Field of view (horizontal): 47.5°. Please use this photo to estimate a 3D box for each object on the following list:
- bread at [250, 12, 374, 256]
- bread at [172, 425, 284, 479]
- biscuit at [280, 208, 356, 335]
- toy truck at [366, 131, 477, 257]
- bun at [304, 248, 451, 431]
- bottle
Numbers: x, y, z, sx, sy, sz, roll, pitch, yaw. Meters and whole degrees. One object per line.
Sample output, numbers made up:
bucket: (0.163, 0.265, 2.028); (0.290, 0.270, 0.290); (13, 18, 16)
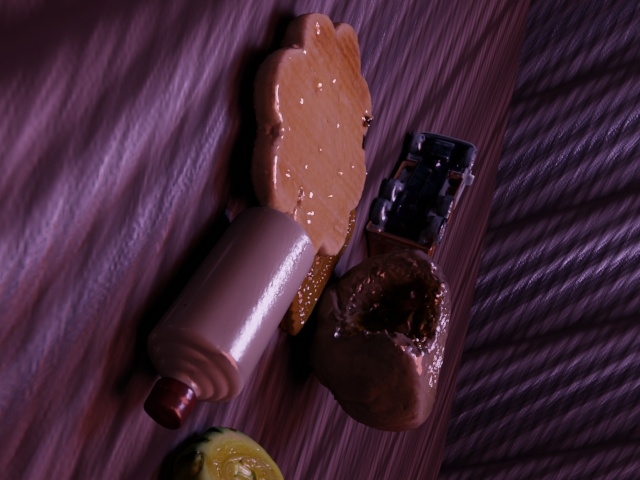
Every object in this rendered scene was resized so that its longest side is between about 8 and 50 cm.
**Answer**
bread: (-0.006, -0.123, 0.892); (0.316, 0.054, 0.316); (6, 90, -67)
bread: (-0.104, 0.273, 0.807); (0.071, 0.130, 0.139); (-40, 167, 23)
biscuit: (0.000, 0.000, 1.044); (0.254, 0.029, 0.172); (-58, 155, -42)
toy truck: (0.198, -0.065, 1.405); (0.162, 0.136, 0.305); (90, 25, -48)
bun: (0.085, 0.149, 1.110); (0.281, 0.204, 0.282); (9, 90, -71)
bottle: (-0.096, 0.078, 0.723); (0.245, 0.104, 0.104); (-59, 153, -42)
